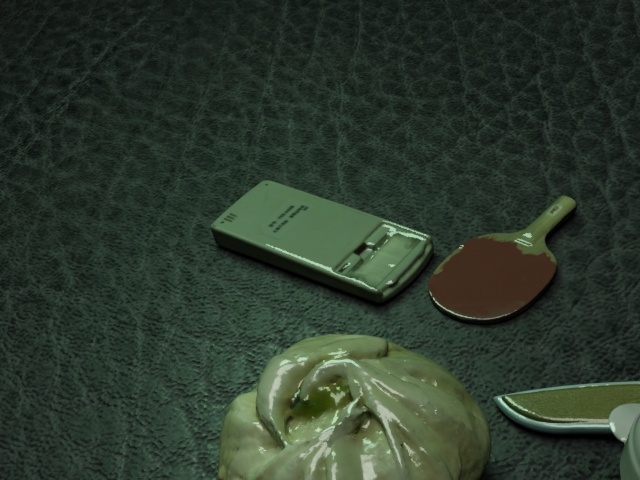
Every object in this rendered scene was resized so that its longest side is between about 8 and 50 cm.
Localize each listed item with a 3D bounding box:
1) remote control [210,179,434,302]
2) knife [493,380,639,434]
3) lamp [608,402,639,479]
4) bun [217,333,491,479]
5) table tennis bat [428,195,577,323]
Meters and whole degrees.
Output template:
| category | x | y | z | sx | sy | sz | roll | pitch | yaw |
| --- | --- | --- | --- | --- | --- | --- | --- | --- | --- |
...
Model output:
| category | x | y | z | sx | sy | sz | roll | pitch | yaw |
| --- | --- | --- | --- | --- | --- | --- | --- | --- | --- |
| remote control | 0.000 | 0.000 | 1.186 | 0.285 | 0.038 | 0.123 | 19 | 48 | 34 |
| knife | 0.331 | 0.157 | 0.871 | 0.343 | 0.027 | 0.061 | -3 | 39 | 18 |
| lamp | 0.349 | 0.200 | 0.738 | 0.246 | 0.108 | 0.179 | 7 | 36 | 15 |
| bun | 0.026 | 0.174 | 0.835 | 0.259 | 0.160 | 0.259 | -8 | 33 | 5 |
| table tennis bat | 0.223 | 0.018 | 1.103 | 0.131 | 0.022 | 0.234 | 23 | 50 | 40 |
